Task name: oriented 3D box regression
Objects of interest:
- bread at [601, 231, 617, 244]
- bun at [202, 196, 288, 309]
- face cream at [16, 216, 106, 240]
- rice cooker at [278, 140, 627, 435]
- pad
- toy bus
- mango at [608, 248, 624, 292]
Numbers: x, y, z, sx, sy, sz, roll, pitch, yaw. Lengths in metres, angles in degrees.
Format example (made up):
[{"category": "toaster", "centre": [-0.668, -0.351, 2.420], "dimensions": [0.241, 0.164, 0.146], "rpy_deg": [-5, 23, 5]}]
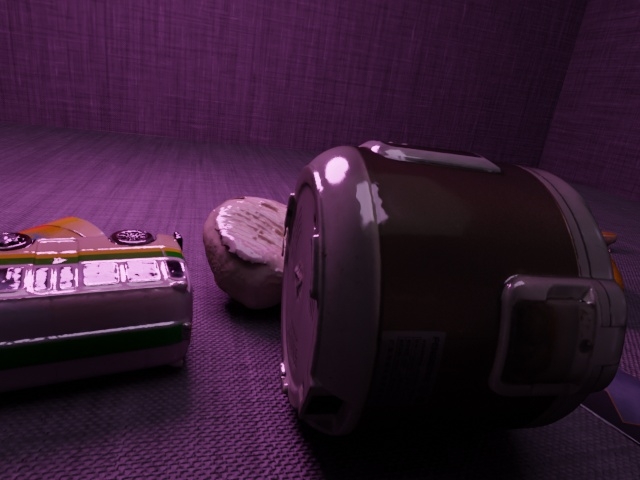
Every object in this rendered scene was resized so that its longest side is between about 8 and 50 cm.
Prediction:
[{"category": "bread", "centre": [0.824, -0.004, 1.342], "dimensions": [0.215, 0.053, 0.073], "rpy_deg": [5, 15, 0]}, {"category": "bun", "centre": [-0.098, 0.023, 0.759], "dimensions": [0.239, 0.141, 0.239], "rpy_deg": [23, 31, -15]}, {"category": "face cream", "centre": [-0.491, 0.026, 0.719], "dimensions": [0.140, 0.067, 0.285], "rpy_deg": [14, 20, 9]}, {"category": "rice cooker", "centre": [0.127, 0.054, 0.496], "dimensions": [0.326, 0.334, 0.335], "rpy_deg": [4, 20, -12]}, {"category": "pad", "centre": [0.420, 0.216, 0.630], "dimensions": [0.164, 0.004, 0.243], "rpy_deg": [-3, 22, -30]}, {"category": "toy bus", "centre": [-0.315, 0.084, 0.513], "dimensions": [0.306, 0.143, 0.179], "rpy_deg": [-1, 23, -29]}, {"category": "mango", "centre": [0.532, 0.048, 0.943], "dimensions": [0.191, 0.159, 0.290], "rpy_deg": [10, 28, -15]}]
